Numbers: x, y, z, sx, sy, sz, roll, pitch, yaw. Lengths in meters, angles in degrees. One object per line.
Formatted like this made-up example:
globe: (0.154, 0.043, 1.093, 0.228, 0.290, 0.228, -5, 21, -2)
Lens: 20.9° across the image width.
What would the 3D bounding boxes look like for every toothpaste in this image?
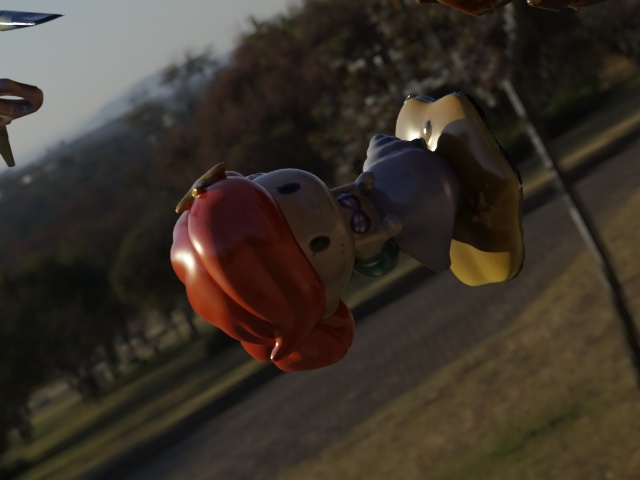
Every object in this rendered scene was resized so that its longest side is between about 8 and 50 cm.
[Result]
toothpaste: (-0.210, -0.156, 1.227, 0.024, 0.015, 0.083, -23, 20, -34)

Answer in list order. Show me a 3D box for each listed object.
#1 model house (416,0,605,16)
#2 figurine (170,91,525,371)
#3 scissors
model house: (0.151, -0.241, 1.277, 0.219, 0.199, 0.229, -48, 25, 3)
figurine: (0.005, 0.006, 1.306, 0.257, 0.181, 0.208, -18, 12, -27)
scissors: (-0.266, -0.095, 1.415, 0.100, 0.015, 0.189, 5, -17, 1)
